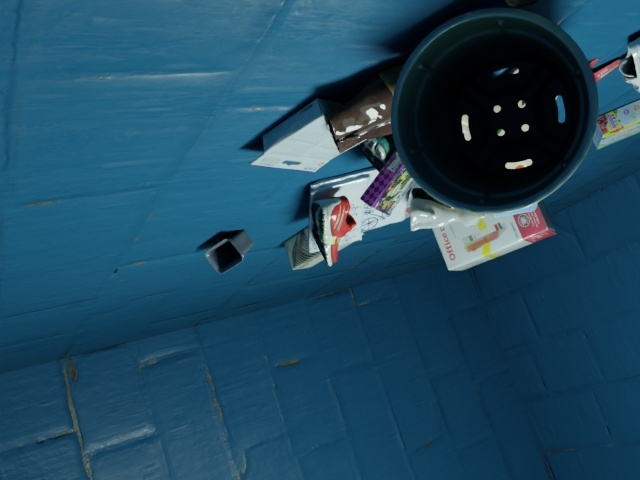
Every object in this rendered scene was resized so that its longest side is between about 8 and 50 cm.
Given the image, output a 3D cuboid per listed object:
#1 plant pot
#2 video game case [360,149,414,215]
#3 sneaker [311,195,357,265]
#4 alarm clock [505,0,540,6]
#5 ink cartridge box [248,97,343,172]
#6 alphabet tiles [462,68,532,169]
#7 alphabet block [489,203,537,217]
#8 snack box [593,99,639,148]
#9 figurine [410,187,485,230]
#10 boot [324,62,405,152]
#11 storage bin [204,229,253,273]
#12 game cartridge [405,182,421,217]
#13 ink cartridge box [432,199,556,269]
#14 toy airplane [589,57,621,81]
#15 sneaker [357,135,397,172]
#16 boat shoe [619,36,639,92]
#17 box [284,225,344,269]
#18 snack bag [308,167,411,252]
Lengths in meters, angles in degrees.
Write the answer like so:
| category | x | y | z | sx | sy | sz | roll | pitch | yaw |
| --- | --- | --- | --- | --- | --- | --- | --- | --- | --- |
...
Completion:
| category | x | y | z | sx | sy | sz | roll | pitch | yaw |
| --- | --- | --- | --- | --- | --- | --- | --- | --- | --- |
| plant pot | 0.345 | -0.238 | 1.214 | 0.341 | 0.341 | 0.334 | -25 | 178 | 25 |
| video game case | 0.200 | -0.170 | 1.525 | 0.232 | 0.042 | 0.210 | -53 | 164 | 8 |
| sneaker | 0.047 | -0.024 | 1.807 | 0.118 | 0.107 | 0.279 | -20 | 150 | -12 |
| alarm clock | 0.351 | -0.427 | 0.996 | 0.192 | 0.064 | 0.129 | -3 | 159 | -44 |
| ink cartridge box | -0.011 | -0.221 | 1.370 | 0.224 | 0.045 | 0.223 | -27 | 164 | 36 |
| alphabet tiles | 0.423 | -0.258 | 1.490 | 0.278 | 0.021 | 0.284 | 21 | 115 | -25 |
| alphabet block | 0.463 | -0.185 | 1.707 | 0.193 | 0.193 | 0.197 | -7 | -158 | -38 |
| snack box | 1.003 | -0.388 | 2.074 | 0.207 | 0.070 | 0.174 | -21 | 167 | 13 |
| figurine | 0.361 | -0.089 | 1.799 | 0.209 | 0.092 | 0.215 | 0 | -163 | 10 |
| boot | 0.120 | -0.244 | 1.303 | 0.206 | 0.090 | 0.248 | -33 | 152 | 1 |
| storage bin | -0.275 | 0.023 | 1.929 | 0.135 | 0.098 | 0.091 | -31 | -170 | 40 |
| game cartridge | 0.331 | -0.144 | 2.167 | 0.196 | 0.060 | 0.294 | -26 | 166 | 11 |
| ink cartridge box | 0.604 | -0.082 | 2.298 | 0.384 | 0.279 | 0.160 | -26 | 165 | 27 |
| toy airplane | 0.675 | -0.412 | 1.593 | 0.151 | 0.028 | 0.151 | -27 | 163 | -9 |
| sneaker | 0.162 | -0.226 | 1.547 | 0.110 | 0.107 | 0.275 | -42 | 168 | 10 |
| boat shoe | 0.782 | -0.433 | 1.564 | 0.084 | 0.095 | 0.258 | -19 | 157 | 16 |
| box | 0.000 | 0.000 | 2.156 | 0.094 | 0.113 | 0.275 | -5 | 160 | -42 |
| snack bag | 0.124 | -0.100 | 1.875 | 0.342 | 0.037 | 0.323 | -16 | 148 | -13 |
